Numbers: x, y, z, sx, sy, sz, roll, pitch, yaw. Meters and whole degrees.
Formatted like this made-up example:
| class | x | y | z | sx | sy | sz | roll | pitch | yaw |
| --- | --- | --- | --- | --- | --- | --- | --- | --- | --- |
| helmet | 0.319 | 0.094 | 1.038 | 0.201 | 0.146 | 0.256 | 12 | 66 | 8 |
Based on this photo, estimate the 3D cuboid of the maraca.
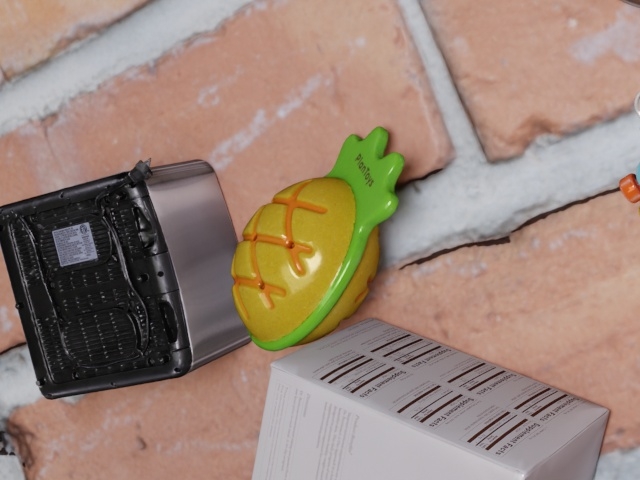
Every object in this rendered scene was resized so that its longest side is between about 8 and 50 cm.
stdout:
| class | x | y | z | sx | sy | sz | roll | pitch | yaw |
| --- | --- | --- | --- | --- | --- | --- | --- | --- | --- |
| maraca | 0.000 | 0.000 | 1.184 | 0.186 | 0.099 | 0.127 | -54 | 34 | 17 |

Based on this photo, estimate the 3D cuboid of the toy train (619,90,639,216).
| class | x | y | z | sx | sy | sz | roll | pitch | yaw |
| --- | --- | --- | --- | --- | --- | --- | --- | --- | --- |
| toy train | 0.279 | -0.043 | 1.029 | 0.166 | 0.046 | 0.125 | 20 | 110 | 24 |

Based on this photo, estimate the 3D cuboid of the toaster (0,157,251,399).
| class | x | y | z | sx | sy | sz | roll | pitch | yaw |
| --- | --- | --- | --- | --- | --- | --- | --- | --- | --- |
| toaster | -0.153 | 0.027 | 1.282 | 0.185 | 0.110 | 0.168 | -13 | 94 | 35 |

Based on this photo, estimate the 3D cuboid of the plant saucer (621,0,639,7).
| class | x | y | z | sx | sy | sz | roll | pitch | yaw |
| --- | --- | --- | --- | --- | --- | --- | --- | --- | --- |
| plant saucer | 0.201 | -0.224 | 1.008 | 0.168 | 0.029 | 0.168 | 36 | 149 | 26 |

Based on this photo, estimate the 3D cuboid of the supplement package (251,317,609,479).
| class | x | y | z | sx | sy | sz | roll | pitch | yaw |
| --- | --- | --- | --- | --- | --- | --- | --- | --- | --- |
| supplement package | 0.070 | 0.190 | 1.151 | 0.203 | 0.149 | 0.194 | 21 | 112 | 28 |
